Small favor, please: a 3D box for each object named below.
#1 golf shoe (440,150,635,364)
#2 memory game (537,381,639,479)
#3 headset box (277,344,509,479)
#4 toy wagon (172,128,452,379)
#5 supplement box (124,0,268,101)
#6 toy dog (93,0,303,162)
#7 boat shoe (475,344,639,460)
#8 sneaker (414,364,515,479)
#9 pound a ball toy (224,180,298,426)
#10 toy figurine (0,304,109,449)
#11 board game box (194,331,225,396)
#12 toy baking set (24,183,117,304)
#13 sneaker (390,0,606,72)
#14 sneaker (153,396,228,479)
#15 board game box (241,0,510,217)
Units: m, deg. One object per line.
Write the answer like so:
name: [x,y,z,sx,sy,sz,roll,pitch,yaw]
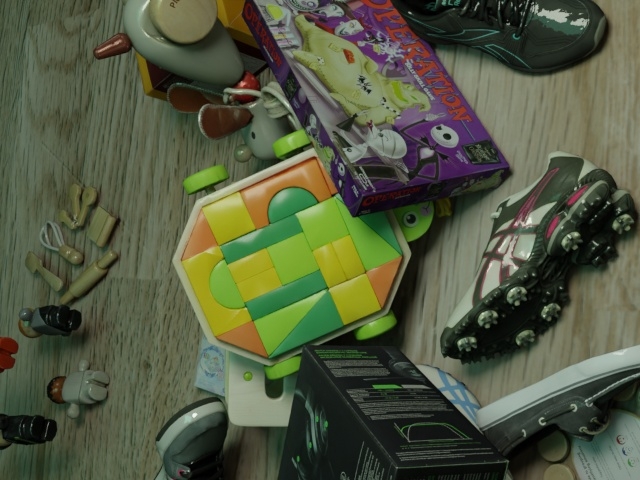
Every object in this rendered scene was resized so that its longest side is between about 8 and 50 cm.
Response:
golf shoe: [0.228,0.025,1.030,0.273,0.105,0.120,-49,39,17]
memory game: [0.315,0.228,0.964,0.186,0.012,0.186,-7,78,40]
headset box: [0.056,0.277,1.020,0.283,0.131,0.246,-138,55,-61]
toy wagon: [0.000,0.000,1.108,0.344,0.068,0.267,-24,93,-1]
supplement box: [-0.181,-0.335,1.405,0.194,0.129,0.191,-31,64,33]
toy dog: [-0.174,-0.215,1.226,0.161,0.333,0.220,-41,15,-6]
boat shoe: [0.263,0.177,0.959,0.228,0.080,0.076,-33,68,34]
sneaker: [0.155,0.240,1.053,0.085,0.086,0.237,-49,54,26]
pound a ball toy: [-0.061,0.075,1.249,0.208,0.136,0.319,-176,88,-82]
toy figurine: [-0.481,0.222,1.514,0.148,0.209,0.213,-13,106,37]
board game box: [-0.146,0.184,1.364,0.090,0.020,0.090,10,89,41]
toy baking set: [-0.446,0.013,1.649,0.256,0.030,0.196,-44,55,27]
sneaker: [0.198,-0.264,1.076,0.267,0.106,0.101,16,93,34]
sneaker: [-0.157,0.361,1.245,0.178,0.124,0.295,52,142,31]
board game box: [0.061,-0.190,1.129,0.347,0.208,0.056,62,147,28]
